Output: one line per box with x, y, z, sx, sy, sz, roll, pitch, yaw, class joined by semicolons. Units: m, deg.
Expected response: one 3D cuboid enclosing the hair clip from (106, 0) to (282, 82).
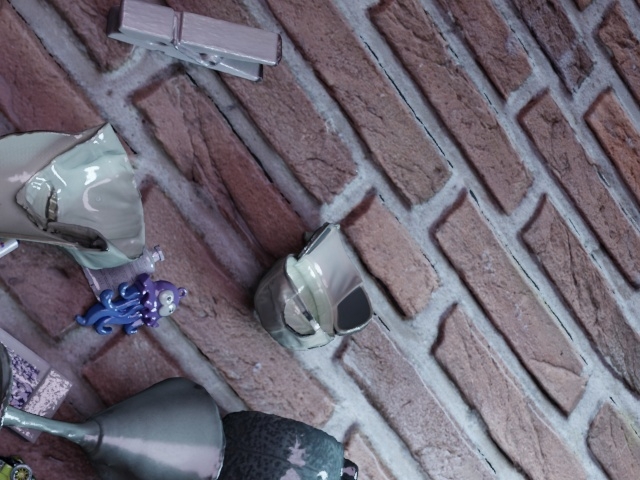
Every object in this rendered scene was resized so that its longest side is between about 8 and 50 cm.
-0.236;-0.381;1.843;0.330;0.101;0.085;8;84;-31;hair clip

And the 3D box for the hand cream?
-0.350;0.050;1.744;0.142;0.053;0.084;-26;98;-18;hand cream

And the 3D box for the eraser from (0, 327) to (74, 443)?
-0.526;0.224;1.586;0.210;0.068;0.124;43;61;-22;eraser

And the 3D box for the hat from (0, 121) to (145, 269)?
-0.452;-0.051;1.644;0.301;0.168;0.258;-1;58;-10;hat

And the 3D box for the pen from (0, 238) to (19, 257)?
-0.608;0.067;1.575;0.269;0.033;0.033;-37;104;-32;pen

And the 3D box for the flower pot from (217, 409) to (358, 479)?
-0.092;0.482;1.723;0.299;0.299;0.283;31;59;-26;flower pot

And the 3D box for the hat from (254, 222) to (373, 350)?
-0.018;0.090;1.887;0.275;0.161;0.232;-49;125;-39;hat

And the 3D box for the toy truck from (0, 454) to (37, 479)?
-0.558;0.369;1.535;0.191;0.085;0.116;38;75;-22;toy truck

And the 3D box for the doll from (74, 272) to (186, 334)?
-0.334;0.119;1.722;0.205;0.067;0.110;-17;122;-22;doll

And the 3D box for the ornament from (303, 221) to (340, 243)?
-0.003;0.002;1.977;0.068;0.041;0.092;19;83;-24;ornament

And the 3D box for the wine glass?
-0.382;0.297;1.494;0.406;0.267;0.267;27;69;-45;wine glass
